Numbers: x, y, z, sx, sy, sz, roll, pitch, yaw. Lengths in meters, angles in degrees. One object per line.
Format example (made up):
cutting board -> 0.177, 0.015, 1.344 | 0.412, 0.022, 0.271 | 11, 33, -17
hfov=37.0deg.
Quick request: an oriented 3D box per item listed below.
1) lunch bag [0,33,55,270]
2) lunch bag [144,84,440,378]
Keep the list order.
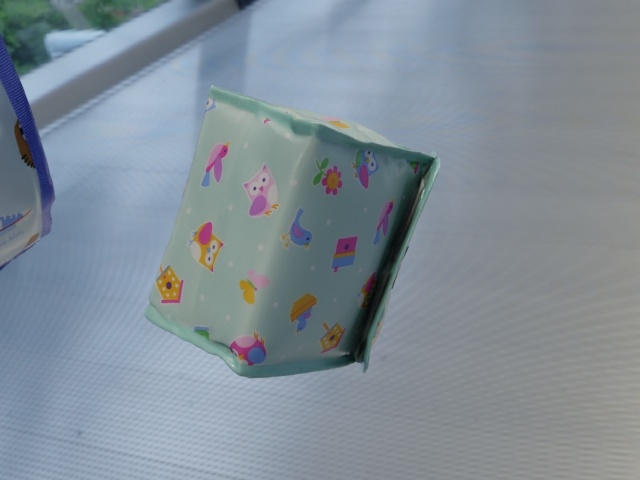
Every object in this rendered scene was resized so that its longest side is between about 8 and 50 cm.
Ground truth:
lunch bag -> -0.394, -0.076, 0.668 | 0.238, 0.386, 0.328 | 13, 43, 41
lunch bag -> 0.000, 0.000, 0.874 | 0.160, 0.224, 0.262 | 24, 9, 37
